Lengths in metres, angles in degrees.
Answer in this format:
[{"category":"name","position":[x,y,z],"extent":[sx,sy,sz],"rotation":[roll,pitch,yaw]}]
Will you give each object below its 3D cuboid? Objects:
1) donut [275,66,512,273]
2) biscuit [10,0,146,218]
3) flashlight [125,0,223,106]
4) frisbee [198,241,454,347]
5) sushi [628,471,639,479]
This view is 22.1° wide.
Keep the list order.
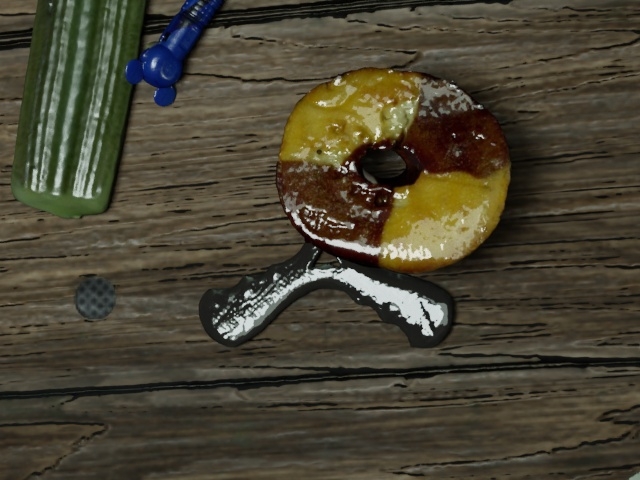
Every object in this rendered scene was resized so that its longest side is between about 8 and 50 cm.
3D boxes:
[{"category":"donut","position":[0.059,-0.051,1.296],"extent":[0.184,0.073,0.166],"rotation":[1,78,6]},{"category":"biscuit","position":[-0.200,-0.180,1.386],"extent":[0.099,0.038,0.322],"rotation":[9,84,8]},{"category":"flashlight","position":[-0.118,-0.174,1.372],"extent":[0.035,0.057,0.121],"rotation":[24,80,50]},{"category":"frisbee","position":[0.000,0.000,1.338],"extent":[0.211,0.012,0.187],"rotation":[-5,82,10]},{"category":"sushi","position":[0.240,0.283,1.232],"extent":[0.279,0.043,0.192],"rotation":[-44,94,-4]}]
